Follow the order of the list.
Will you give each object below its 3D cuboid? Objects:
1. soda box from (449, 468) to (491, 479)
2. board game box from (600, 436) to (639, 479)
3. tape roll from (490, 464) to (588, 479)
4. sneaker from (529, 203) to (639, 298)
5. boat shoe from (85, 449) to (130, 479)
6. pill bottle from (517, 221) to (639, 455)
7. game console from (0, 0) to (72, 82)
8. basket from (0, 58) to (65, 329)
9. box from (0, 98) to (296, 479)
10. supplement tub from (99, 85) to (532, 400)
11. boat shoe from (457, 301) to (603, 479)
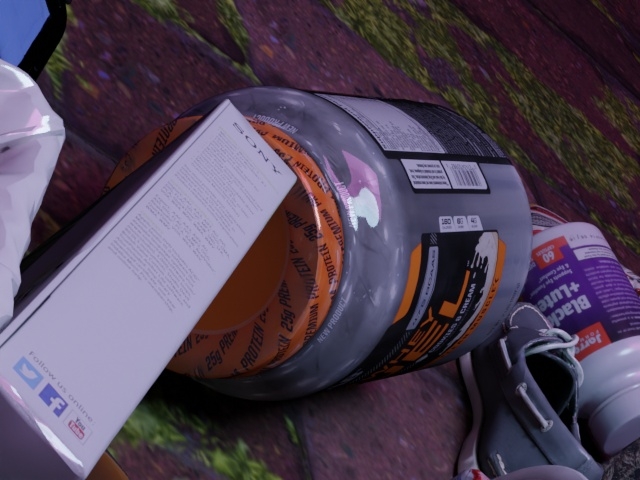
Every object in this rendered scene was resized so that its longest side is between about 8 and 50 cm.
[{"bbox_3d":[0.154,0.264,1.241,0.263,0.092,0.083,42,24,-24],"label":"soda box"},{"bbox_3d":[0.340,0.270,1.416,0.141,0.232,0.291,26,32,-46],"label":"board game box"},{"bbox_3d":[0.094,0.254,0.932,0.169,0.246,0.246,47,22,-13],"label":"tape roll"},{"bbox_3d":[0.265,0.037,1.837,0.225,0.088,0.092,39,23,-30],"label":"sneaker"},{"bbox_3d":[-0.092,0.173,0.913,0.207,0.073,0.073,64,-21,-11],"label":"boat shoe"},{"bbox_3d":[0.241,0.088,1.677,0.108,0.108,0.193,22,36,-52],"label":"pill bottle"},{"bbox_3d":[-0.198,-0.118,1.052,0.361,0.044,0.213,-79,166,-63],"label":"game console"},{"bbox_3d":[-0.291,0.006,0.528,0.328,0.266,0.331,43,22,-20],"label":"basket"},{"bbox_3d":[-0.142,0.067,0.775,0.058,0.232,0.322,51,21,-6],"label":"box"},{"bbox_3d":[0.000,0.000,1.221,0.193,0.193,0.316,57,23,14],"label":"supplement tub"},{"bbox_3d":[0.177,0.126,1.501,0.116,0.099,0.319,45,22,-12],"label":"boat shoe"}]
